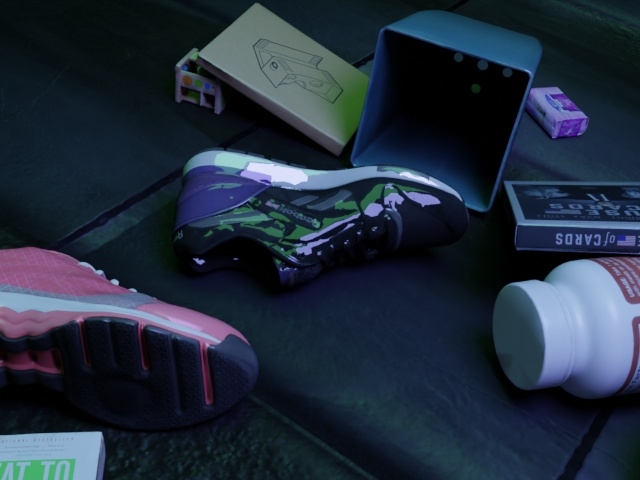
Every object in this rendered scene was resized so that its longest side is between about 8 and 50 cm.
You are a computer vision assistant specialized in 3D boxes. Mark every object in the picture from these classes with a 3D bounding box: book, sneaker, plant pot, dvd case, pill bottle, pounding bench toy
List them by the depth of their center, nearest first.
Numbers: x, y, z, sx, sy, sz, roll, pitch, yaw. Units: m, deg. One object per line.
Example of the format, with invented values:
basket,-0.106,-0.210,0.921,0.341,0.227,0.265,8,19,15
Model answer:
book,-0.203,0.200,0.602,0.096,0.035,0.144,1,42,-7
sneaker,-0.199,0.055,0.710,0.313,0.116,0.136,9,38,0
pill bottle,0.268,0.073,0.776,0.216,0.121,0.121,-4,41,-16
sneaker,0.000,0.000,0.849,0.283,0.107,0.124,5,54,0
dvd case,0.274,-0.027,0.871,0.179,0.030,0.239,1,13,8
plant pot,0.166,-0.175,1.030,0.165,0.166,0.234,21,32,14
pounding bench toy,-0.136,-0.203,1.083,0.065,0.052,0.083,18,40,11

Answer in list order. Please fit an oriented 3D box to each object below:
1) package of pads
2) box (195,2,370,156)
package of pads,0.303,-0.167,1.144,0.050,0.032,0.083,-9,42,-19
box,-0.030,-0.200,1.076,0.201,0.021,0.164,33,41,-1
